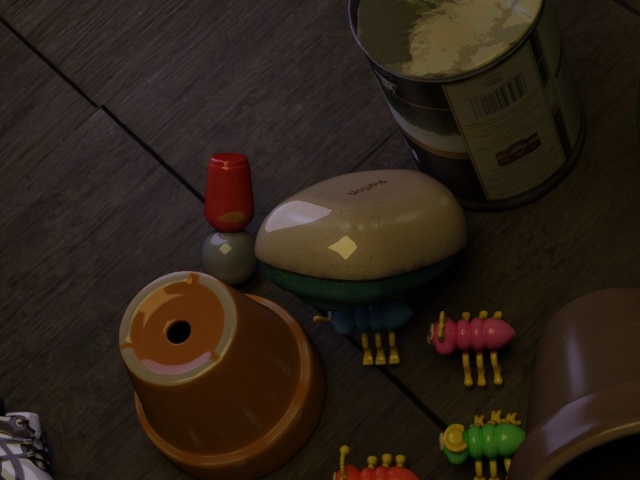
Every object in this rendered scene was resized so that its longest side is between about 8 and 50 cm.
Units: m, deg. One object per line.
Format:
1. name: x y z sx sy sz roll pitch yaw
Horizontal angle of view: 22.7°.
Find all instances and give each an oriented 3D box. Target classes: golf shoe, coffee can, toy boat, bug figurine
1. golf shoe: -0.328 0.236 1.750 0.198 0.077 0.094 30 75 28
2. coffee can: 0.162 -0.183 1.694 0.202 0.275 0.201 -8 60 14
3. toy boat: 0.000 0.000 1.714 0.318 0.267 0.148 13 111 35
4. bug figurine: 0.101 0.158 1.640 0.216 0.072 0.279 -7 60 8

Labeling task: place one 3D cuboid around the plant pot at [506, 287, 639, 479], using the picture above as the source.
1. plant pot: 0.296 0.172 1.497 0.263 0.263 0.229 -15 40 10

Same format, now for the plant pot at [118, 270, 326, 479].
1. plant pot: -0.117 0.128 1.670 0.205 0.188 0.205 -8 60 15

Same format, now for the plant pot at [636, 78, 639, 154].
1. plant pot: 0.432 -0.107 1.591 0.290 0.290 0.195 43 118 32
